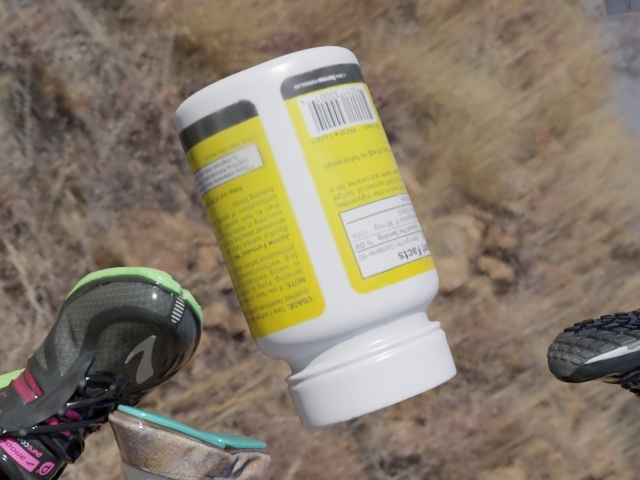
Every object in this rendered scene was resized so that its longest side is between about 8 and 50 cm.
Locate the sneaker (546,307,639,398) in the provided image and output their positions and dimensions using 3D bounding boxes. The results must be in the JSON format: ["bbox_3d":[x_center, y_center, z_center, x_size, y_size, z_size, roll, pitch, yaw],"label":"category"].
[{"bbox_3d":[0.379,0.142,1.470,0.107,0.283,0.124,9,-71,56],"label":"sneaker"}]

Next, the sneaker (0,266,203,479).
[{"bbox_3d":[-0.323,0.214,1.630,0.185,0.483,0.202,38,26,-24],"label":"sneaker"}]

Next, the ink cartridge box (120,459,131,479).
[{"bbox_3d":[-0.267,0.311,1.831,0.179,0.045,0.145,58,-17,-2],"label":"ink cartridge box"}]

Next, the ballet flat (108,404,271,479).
[{"bbox_3d":[-0.144,0.259,1.453,0.316,0.107,0.106,32,74,-60],"label":"ballet flat"}]

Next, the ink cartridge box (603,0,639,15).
[{"bbox_3d":[0.382,-0.374,1.527,0.128,0.127,0.176,75,8,-54],"label":"ink cartridge box"}]

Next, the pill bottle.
[{"bbox_3d":[0.000,0.000,0.784,0.119,0.119,0.209,-9,79,-75],"label":"pill bottle"}]
